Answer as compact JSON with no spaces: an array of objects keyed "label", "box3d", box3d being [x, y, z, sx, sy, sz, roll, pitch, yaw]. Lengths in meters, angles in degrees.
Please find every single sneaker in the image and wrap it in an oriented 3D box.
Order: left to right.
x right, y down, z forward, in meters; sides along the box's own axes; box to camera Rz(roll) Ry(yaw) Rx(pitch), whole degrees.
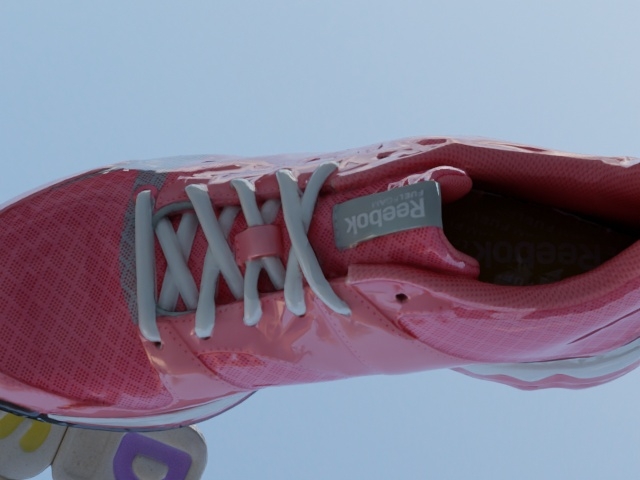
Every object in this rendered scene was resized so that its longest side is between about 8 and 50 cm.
[{"label":"sneaker","box3d":[0.000,-0.001,0.600,0.314,0.136,0.116,-5,-106,-6]}]

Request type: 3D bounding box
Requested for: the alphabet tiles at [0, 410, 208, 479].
[{"label":"alphabet tiles","box3d":[-0.170,0.195,0.757,0.278,0.021,0.284,24,-86,-11]}]
